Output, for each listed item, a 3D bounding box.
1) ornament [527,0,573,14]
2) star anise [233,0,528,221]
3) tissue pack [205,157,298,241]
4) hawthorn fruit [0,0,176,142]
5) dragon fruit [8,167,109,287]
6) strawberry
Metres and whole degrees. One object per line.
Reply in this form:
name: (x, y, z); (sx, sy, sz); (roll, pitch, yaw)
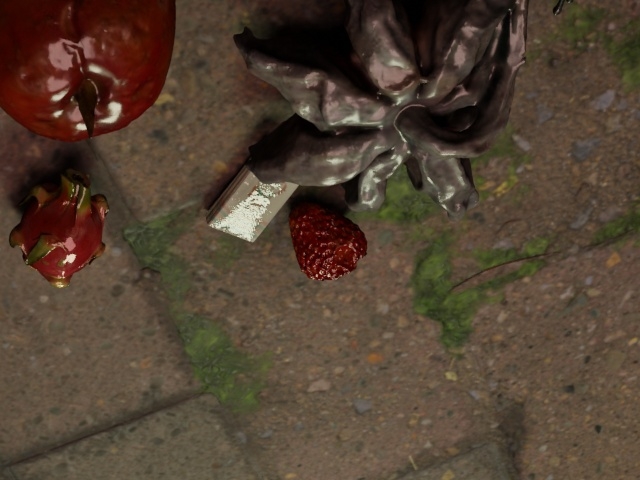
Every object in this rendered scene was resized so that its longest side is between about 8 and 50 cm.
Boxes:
ornament: (0.192, -0.249, 1.612); (0.073, 0.028, 0.125); (-13, 136, -4)
star anise: (0.064, -0.141, 1.600); (0.316, 0.139, 0.359); (-31, 126, 6)
tissue pack: (-0.058, -0.047, 1.728); (0.056, 0.023, 0.108); (19, 123, -31)
hawthorn fruit: (-0.198, -0.160, 1.455); (0.179, 0.200, 0.179); (-6, 138, -6)
dragon fruit: (-0.233, -0.015, 1.667); (0.086, 0.081, 0.116); (25, 123, -22)
strawberry: (0.000, 0.000, 1.764); (0.073, 0.073, 0.083); (-39, 118, 20)
